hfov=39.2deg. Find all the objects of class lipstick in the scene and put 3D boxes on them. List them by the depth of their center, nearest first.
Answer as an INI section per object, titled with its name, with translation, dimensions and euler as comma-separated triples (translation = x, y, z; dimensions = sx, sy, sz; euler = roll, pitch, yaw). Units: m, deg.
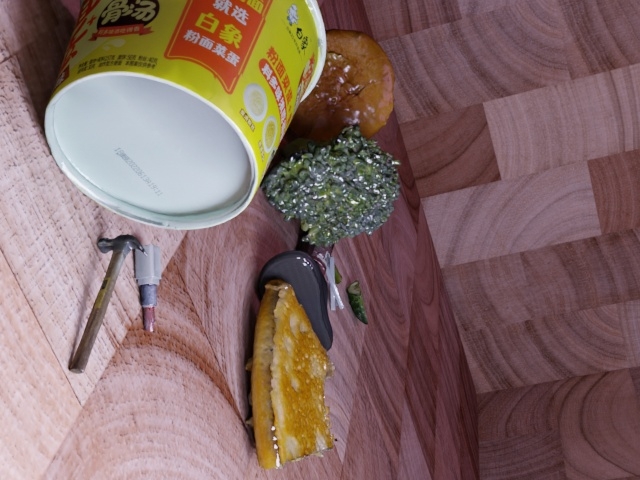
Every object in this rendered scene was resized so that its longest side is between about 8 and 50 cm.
[lipstick]
translation = -0.209, 0.059, 1.097
dimensions = 0.025, 0.025, 0.107
euler = 30, 54, -71

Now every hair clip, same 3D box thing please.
[hair clip]
translation = 0.026, 0.093, 1.955
dimensions = 0.039, 0.030, 0.115
euler = 179, -100, -85

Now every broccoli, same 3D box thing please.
[broccoli]
translation = 0.006, -0.113, 1.755
dimensions = 0.288, 0.248, 0.245
euler = 35, -5, -35

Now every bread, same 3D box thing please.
[bread]
translation = 0.040, -0.315, 1.931
dimensions = 0.146, 0.269, 0.268
euler = 86, -7, -85

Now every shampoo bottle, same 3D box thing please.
[shampoo bottle]
translation = -0.002, -0.005, 1.828
dimensions = 0.236, 0.067, 0.068
euler = -72, 164, -56

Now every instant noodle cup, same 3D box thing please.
[instant noodle cup]
translation = -0.156, -0.170, 1.005
dimensions = 0.311, 0.311, 0.221
euler = 63, 29, -44

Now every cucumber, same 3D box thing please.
[cucumber]
translation = 0.088, 0.154, 2.121
dimensions = 0.067, 0.035, 0.107
euler = -100, 175, -58

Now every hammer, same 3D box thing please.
[hammer]
translation = -0.231, 0.064, 0.966
dimensions = 0.017, 0.062, 0.182
euler = 62, 27, -44

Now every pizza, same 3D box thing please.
[pizza]
translation = -0.054, 0.230, 1.417
dimensions = 0.223, 0.089, 0.323
euler = 51, 31, -48

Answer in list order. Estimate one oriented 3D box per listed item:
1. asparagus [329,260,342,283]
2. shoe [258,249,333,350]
[asparagus]
translation = 0.000, 0.000, 1.943
dimensions = 0.025, 0.024, 0.248
euler = 28, -30, 48
[shoe]
translation = -0.039, 0.095, 1.563
dimensions = 0.093, 0.108, 0.241
euler = -88, 166, -49
